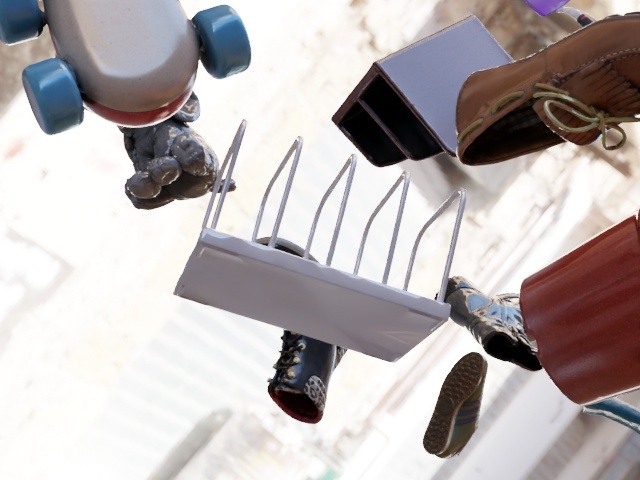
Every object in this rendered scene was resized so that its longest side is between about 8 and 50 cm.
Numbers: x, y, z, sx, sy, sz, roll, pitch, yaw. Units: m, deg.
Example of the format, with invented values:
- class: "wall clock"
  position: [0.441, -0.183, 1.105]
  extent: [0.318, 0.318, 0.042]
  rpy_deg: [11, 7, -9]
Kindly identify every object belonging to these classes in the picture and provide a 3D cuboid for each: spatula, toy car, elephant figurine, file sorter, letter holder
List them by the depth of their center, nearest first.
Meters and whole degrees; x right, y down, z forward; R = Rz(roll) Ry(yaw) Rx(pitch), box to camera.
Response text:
- class: "toy car"
  position: [-0.214, -0.183, 1.348]
  extent: [0.210, 0.219, 0.238]
  rpy_deg: [63, -18, 17]
- class: "file sorter"
  position: [0.000, 0.000, 1.451]
  extent: [0.278, 0.173, 0.193]
  rpy_deg: [17, -23, -8]
- class: "elephant figurine"
  position: [-0.258, -0.180, 1.984]
  extent: [0.186, 0.169, 0.239]
  rpy_deg: [84, -18, -66]
- class: "letter holder"
  position: [0.208, -0.218, 2.154]
  extent: [0.214, 0.302, 0.152]
  rpy_deg: [49, -45, 9]
- class: "spatula"
  position: [0.499, -0.441, 2.516]
  extent: [0.296, 0.084, 0.030]
  rpy_deg: [50, -9, 46]

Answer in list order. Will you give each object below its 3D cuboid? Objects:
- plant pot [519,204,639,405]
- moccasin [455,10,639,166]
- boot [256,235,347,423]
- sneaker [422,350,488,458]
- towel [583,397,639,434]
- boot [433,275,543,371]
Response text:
- class: "plant pot"
  position: [0.432, 0.086, 1.739]
  extent: [0.272, 0.265, 0.272]
  rpy_deg: [42, 32, -35]
- class: "moccasin"
  position: [0.303, -0.167, 1.517]
  extent: [0.380, 0.146, 0.139]
  rpy_deg: [-10, -33, 45]
- class: "boot"
  position: [-0.038, 0.126, 1.805]
  extent: [0.085, 0.178, 0.236]
  rpy_deg: [-13, -51, 31]
- class: "sneaker"
  position: [0.244, 0.289, 2.213]
  extent: [0.064, 0.192, 0.086]
  rpy_deg: [20, -9, 39]
- class: "towel"
  position: [0.601, 0.344, 2.135]
  extent: [0.370, 0.040, 0.271]
  rpy_deg: [27, -3, 16]
- class: "boot"
  position: [0.286, 0.145, 1.906]
  extent: [0.247, 0.083, 0.161]
  rpy_deg: [19, 21, -41]
